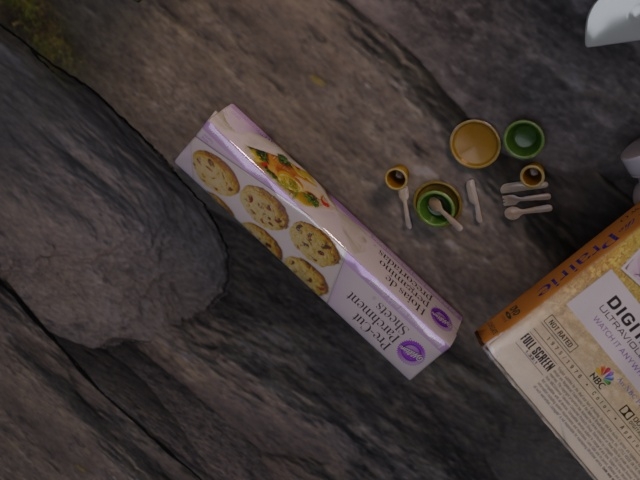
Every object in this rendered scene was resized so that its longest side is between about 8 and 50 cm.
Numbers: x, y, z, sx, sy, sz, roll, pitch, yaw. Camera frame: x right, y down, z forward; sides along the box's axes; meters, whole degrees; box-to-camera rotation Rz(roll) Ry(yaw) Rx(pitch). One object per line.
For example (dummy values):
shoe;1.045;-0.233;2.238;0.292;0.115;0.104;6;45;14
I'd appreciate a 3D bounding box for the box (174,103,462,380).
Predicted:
box;0.000;0.000;0.949;0.324;0.063;0.067;44;121;-3

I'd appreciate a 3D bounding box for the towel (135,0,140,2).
towel;-0.137;-0.407;0.725;0.271;0.040;0.370;36;98;-17

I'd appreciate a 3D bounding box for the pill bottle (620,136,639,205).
pill bottle;0.321;-0.024;0.807;0.086;0.086;0.152;-29;101;28

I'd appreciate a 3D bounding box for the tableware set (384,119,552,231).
tableware set;0.137;-0.060;0.895;0.154;0.024;0.104;-6;111;23

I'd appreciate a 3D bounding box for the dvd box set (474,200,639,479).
dvd box set;0.379;0.060;0.748;0.420;0.062;0.307;-40;98;8

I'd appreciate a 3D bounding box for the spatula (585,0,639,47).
spatula;0.318;-0.245;0.724;0.242;0.019;0.168;-7;114;14
